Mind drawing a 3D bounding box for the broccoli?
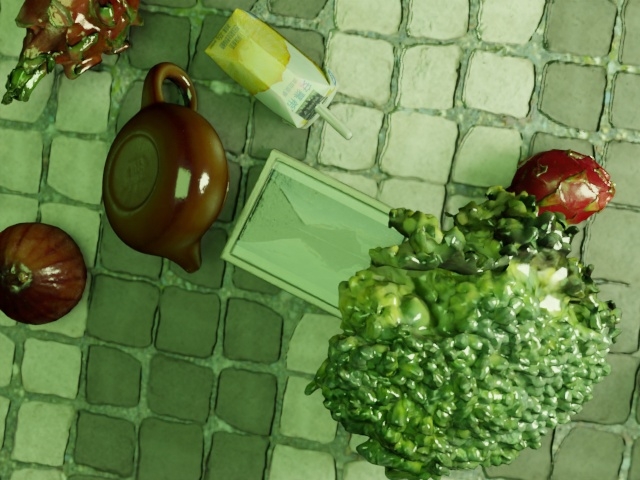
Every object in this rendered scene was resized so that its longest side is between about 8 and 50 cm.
[{"bbox_3d":[0.151,0.104,1.393,0.334,0.324,0.272,-44,73,4],"label":"broccoli"}]

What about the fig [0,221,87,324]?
[{"bbox_3d":[-0.341,0.049,1.558,0.128,0.150,0.128,-7,126,-9],"label":"fig"}]

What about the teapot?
[{"bbox_3d":[-0.170,-0.087,1.532,0.178,0.135,0.252,-14,70,38],"label":"teapot"}]

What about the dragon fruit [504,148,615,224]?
[{"bbox_3d":[0.237,-0.049,1.479,0.190,0.094,0.094,-18,89,21],"label":"dragon fruit"}]

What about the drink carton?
[{"bbox_3d":[-0.035,-0.184,1.521,0.200,0.074,0.084,40,99,5],"label":"drink carton"}]

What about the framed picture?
[{"bbox_3d":[0.000,0.000,1.552,0.203,0.015,0.150,28,95,7],"label":"framed picture"}]

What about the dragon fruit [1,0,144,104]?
[{"bbox_3d":[-0.298,-0.254,1.532,0.135,0.137,0.236,34,100,10],"label":"dragon fruit"}]
